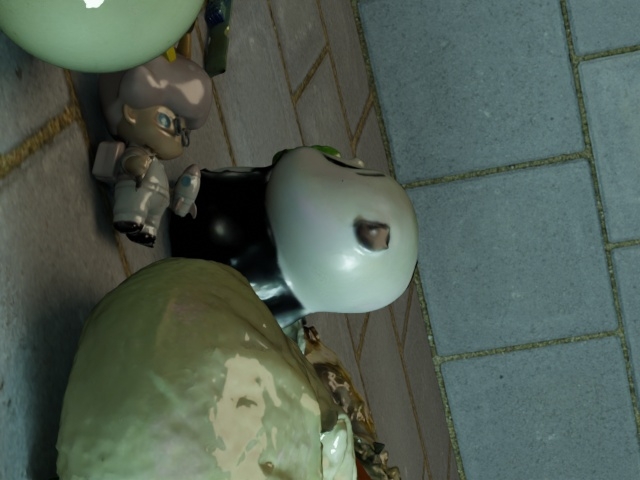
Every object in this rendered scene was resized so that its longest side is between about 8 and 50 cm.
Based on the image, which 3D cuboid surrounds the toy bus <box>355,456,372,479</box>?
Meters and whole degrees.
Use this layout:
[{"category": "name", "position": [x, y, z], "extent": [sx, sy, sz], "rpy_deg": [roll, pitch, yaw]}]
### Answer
[{"category": "toy bus", "position": [0.082, 0.421, 1.592], "extent": [0.409, 0.092, 0.093], "rpy_deg": [55, 17, 8]}]

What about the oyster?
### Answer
[{"category": "oyster", "position": [0.010, 0.238, 1.765], "extent": [0.354, 0.107, 0.201], "rpy_deg": [60, 4, 14]}]

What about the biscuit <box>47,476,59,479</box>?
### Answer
[{"category": "biscuit", "position": [-0.198, 0.224, 0.951], "extent": [0.046, 0.016, 0.089], "rpy_deg": [27, 53, -76]}]

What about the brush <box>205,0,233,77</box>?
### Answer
[{"category": "brush", "position": [-0.137, -0.282, 1.683], "extent": [0.178, 0.033, 0.030], "rpy_deg": [-89, 158, -45]}]

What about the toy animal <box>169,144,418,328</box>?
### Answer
[{"category": "toy animal", "position": [-0.027, -0.009, 1.408], "extent": [0.212, 0.267, 0.212], "rpy_deg": [-15, 90, -77]}]

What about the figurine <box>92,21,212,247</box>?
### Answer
[{"category": "figurine", "position": [-0.164, -0.109, 1.217], "extent": [0.137, 0.112, 0.229], "rpy_deg": [39, 54, -61]}]

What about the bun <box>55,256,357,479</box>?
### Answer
[{"category": "bun", "position": [-0.082, 0.175, 1.051], "extent": [0.361, 0.213, 0.361], "rpy_deg": [-9, 90, -84]}]

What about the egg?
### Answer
[{"category": "egg", "position": [-0.180, -0.227, 1.015], "extent": [0.253, 0.189, 0.188], "rpy_deg": [48, 33, -85]}]
